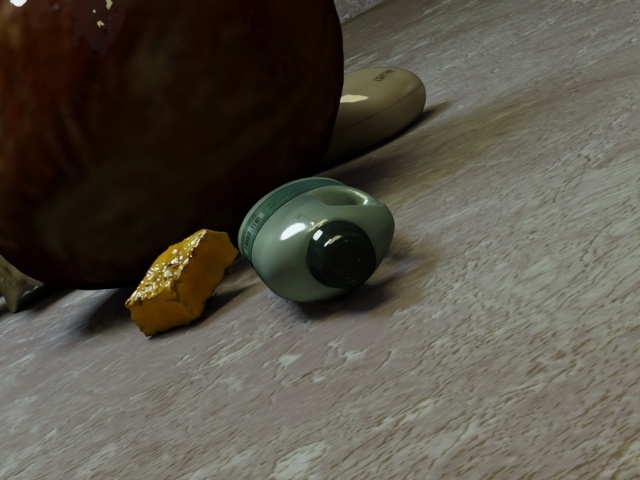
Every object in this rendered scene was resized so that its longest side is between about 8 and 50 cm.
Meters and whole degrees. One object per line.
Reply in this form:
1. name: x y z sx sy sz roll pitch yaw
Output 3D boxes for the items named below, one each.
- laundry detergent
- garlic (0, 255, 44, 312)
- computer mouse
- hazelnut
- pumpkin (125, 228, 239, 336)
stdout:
1. laundry detergent: 0.000 0.000 1.036 0.099 0.070 0.226 -22 9 -7
2. garlic: -0.280 -0.057 1.766 0.313 0.286 0.249 -37 57 -19
3. computer mouse: 0.007 -0.133 1.658 0.236 0.082 0.145 -18 14 38
4. hazelnut: -0.164 -0.135 1.429 0.421 0.353 0.421 -24 46 27
5. pumpkin: -0.110 0.036 1.197 0.074 0.054 0.083 -21 33 49
